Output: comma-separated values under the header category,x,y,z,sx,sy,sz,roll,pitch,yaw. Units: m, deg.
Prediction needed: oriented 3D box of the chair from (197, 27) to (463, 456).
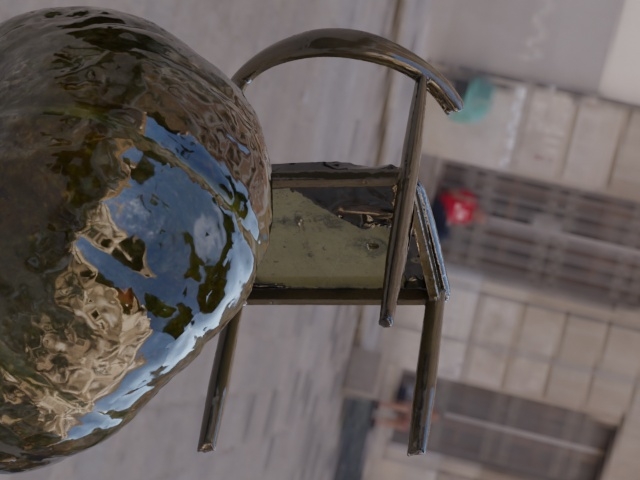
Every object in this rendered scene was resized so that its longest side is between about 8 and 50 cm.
category,x,y,z,sx,sy,sz,roll,pitch,yaw
chair,0.000,0.000,1.068,0.166,0.188,0.272,75,20,-48

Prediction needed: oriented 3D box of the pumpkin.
category,x,y,z,sx,sy,sz,roll,pitch,yaw
pumpkin,-0.126,-0.004,0.668,0.223,0.157,0.224,-36,-148,27
